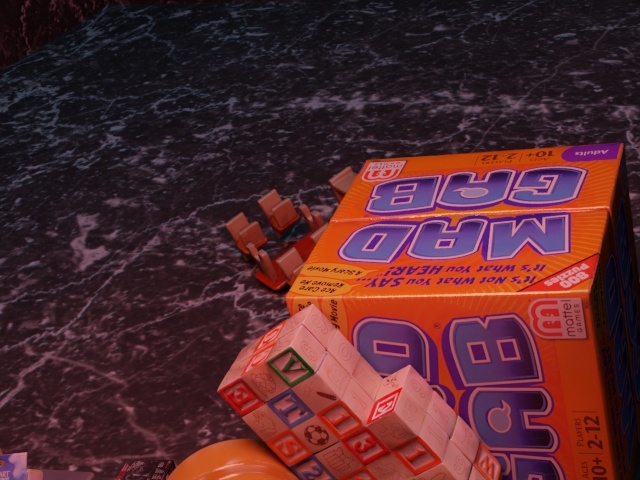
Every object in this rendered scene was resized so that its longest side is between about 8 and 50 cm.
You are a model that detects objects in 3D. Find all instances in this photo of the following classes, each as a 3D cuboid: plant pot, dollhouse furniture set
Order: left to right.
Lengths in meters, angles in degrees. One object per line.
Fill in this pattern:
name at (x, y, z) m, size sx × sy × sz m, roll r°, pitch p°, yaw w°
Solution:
plant pot at (-0.084, 0.366, 1.405) m, size 0.205 × 0.205 × 0.188 m, roll -16°, pitch 25°, yaw -3°
dollhouse furniture set at (0.000, 0.000, 2.160) m, size 0.259 × 0.135 × 0.262 m, roll -37°, pitch 34°, yaw -15°

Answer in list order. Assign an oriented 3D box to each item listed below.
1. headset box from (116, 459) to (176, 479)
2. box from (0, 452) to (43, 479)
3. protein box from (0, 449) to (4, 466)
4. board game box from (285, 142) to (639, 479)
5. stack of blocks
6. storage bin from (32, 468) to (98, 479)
headset box at (-0.252, 0.342, 1.721) m, size 0.083 × 0.032 × 0.062 m, roll -6°, pitch 29°, yaw 18°
box at (-0.426, 0.376, 1.613) m, size 0.109 × 0.042 × 0.178 m, roll -8°, pitch 72°, yaw 20°
protein box at (-0.594, 0.309, 1.764) m, size 0.136 × 0.200 × 0.201 m, roll 16°, pitch 41°, yaw 43°
board game box at (0.212, 0.120, 1.559) m, size 0.356 × 0.356 × 0.356 m, roll -3°, pitch 30°, yaw 22°
stack of blocks at (0.047, 0.218, 1.405) m, size 0.171 × 0.297 × 0.087 m, roll -35°, pitch 14°, yaw 33°
storage bin at (-0.355, 0.369, 1.661) m, size 0.135 × 0.091 × 0.098 m, roll -2°, pitch 31°, yaw 24°
